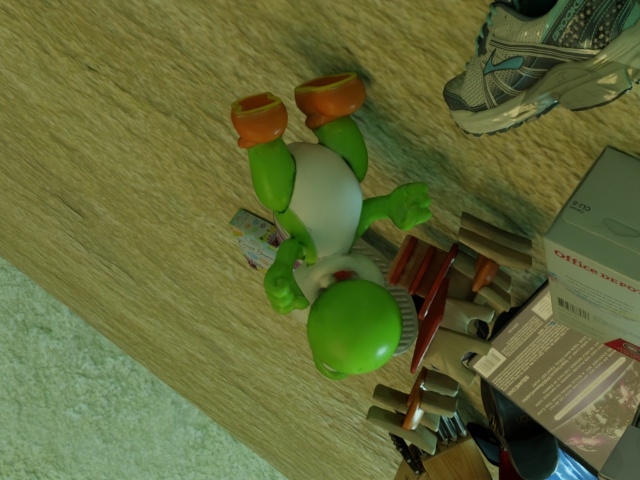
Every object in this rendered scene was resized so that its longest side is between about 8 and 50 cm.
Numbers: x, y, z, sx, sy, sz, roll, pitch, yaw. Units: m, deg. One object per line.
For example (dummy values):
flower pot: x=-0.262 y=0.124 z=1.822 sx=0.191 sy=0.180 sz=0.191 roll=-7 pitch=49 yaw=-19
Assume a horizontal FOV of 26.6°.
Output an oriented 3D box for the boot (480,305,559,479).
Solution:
boot: x=0.261 y=0.200 z=1.900 sx=0.229 sy=0.091 sz=0.263 roll=-117 pitch=20 yaw=-78

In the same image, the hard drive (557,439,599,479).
hard drive: x=0.373 y=0.288 z=1.821 sx=0.135 sy=0.022 sz=0.094 roll=39 pitch=156 yaw=20

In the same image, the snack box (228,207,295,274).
snack box: x=-0.084 y=0.016 z=2.179 sx=0.100 sy=0.037 sz=0.141 roll=25 pitch=158 yaw=26

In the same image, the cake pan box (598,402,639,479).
cake pan box: x=0.425 y=0.236 z=1.512 sx=0.070 sy=0.246 sz=0.267 roll=19 pitch=155 yaw=39

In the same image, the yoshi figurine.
yoshi figurine: x=0.018 y=0.002 z=1.552 sx=0.203 sy=0.203 sz=0.362 roll=-6 pitch=108 yaw=24

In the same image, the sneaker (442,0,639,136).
sneaker: x=0.192 y=-0.179 z=1.204 sx=0.122 sy=0.110 sz=0.283 roll=59 pitch=154 yaw=-10

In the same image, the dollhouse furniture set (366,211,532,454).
dollhouse furniture set: x=0.140 y=0.085 z=1.657 sx=0.135 sy=0.262 sz=0.259 roll=25 pitch=-163 yaw=1

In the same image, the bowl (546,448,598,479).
bowl: x=0.494 y=0.378 z=1.981 sx=0.391 sy=0.077 sz=0.391 roll=32 pitch=160 yaw=13

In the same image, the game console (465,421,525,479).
game console: x=0.304 y=0.398 z=2.338 sx=0.124 sy=0.085 sz=0.144 roll=19 pitch=154 yaw=39

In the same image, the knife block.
knife block: x=0.233 y=0.355 z=2.304 sx=0.276 sy=0.242 sz=0.088 roll=13 pitch=-156 yaw=-21

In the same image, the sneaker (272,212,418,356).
sneaker: x=0.036 y=0.054 z=1.950 sx=0.282 sy=0.102 sz=0.161 roll=54 pitch=167 yaw=10

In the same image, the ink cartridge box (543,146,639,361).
ink cartridge box: x=0.315 y=0.019 z=1.370 sx=0.128 sy=0.127 sz=0.176 roll=27 pitch=159 yaw=26

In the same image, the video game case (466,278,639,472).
video game case: x=0.344 y=0.184 z=1.700 sx=0.274 sy=0.026 sz=0.196 roll=38 pitch=130 yaw=0

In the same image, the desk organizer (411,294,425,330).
desk organizer: x=0.145 y=0.098 z=1.969 sx=0.130 sy=0.047 sz=0.050 roll=32 pitch=158 yaw=12

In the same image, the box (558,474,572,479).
box: x=0.390 y=0.379 z=2.195 sx=0.062 sy=0.052 sz=0.083 roll=44 pitch=159 yaw=-26

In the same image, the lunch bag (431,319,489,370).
lunch bag: x=0.182 y=0.136 z=1.889 sx=0.098 sy=0.065 sz=0.067 roll=-28 pitch=103 yaw=25
